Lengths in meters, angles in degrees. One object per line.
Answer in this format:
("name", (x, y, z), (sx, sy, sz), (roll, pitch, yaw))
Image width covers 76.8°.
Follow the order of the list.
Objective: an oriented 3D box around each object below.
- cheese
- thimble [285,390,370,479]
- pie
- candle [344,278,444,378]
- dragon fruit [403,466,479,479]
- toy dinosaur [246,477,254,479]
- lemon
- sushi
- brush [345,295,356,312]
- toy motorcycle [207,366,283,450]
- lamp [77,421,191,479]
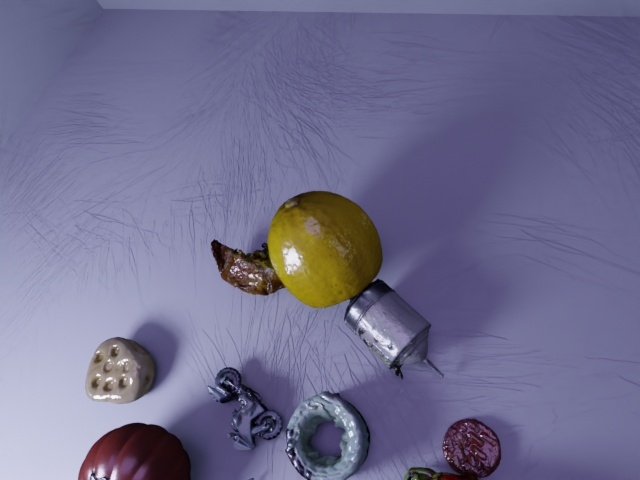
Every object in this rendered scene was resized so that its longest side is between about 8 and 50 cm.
("cheese", (-0.674, 0.444, 1.358), (0.218, 0.117, 0.235), (-34, 63, -3))
("thimble", (0.022, 0.545, 1.129), (0.238, 0.150, 0.237), (-5, 62, 11))
("pie", (0.410, 0.562, 1.093), (0.155, 0.036, 0.154), (-6, 64, 12))
("candle", (0.231, 0.278, 1.193), (0.187, 0.187, 0.330), (-43, 65, -9))
("dragon fruit", (0.327, 0.667, 0.973), (0.270, 0.198, 0.200), (10, 25, 15))
("toy dinosaur", (-0.215, 0.775, 1.133), (0.081, 0.045, 0.197), (1, 73, 6))
("lemon", (0.000, 0.000, 1.252), (0.365, 0.364, 0.363), (-5, 64, 11))
("sushi", (-0.237, 0.090, 1.412), (0.297, 0.167, 0.178), (20, 91, 30))
("brush", (0.101, 0.205, 1.352), (0.024, 0.008, 0.083), (20, 70, 17))
("toy motorcycle", (-0.246, 0.521, 1.230), (0.271, 0.106, 0.159), (37, 72, 21))
("lamp", (-0.515, 0.664, 1.130), (0.304, 0.257, 0.302), (3, 104, 11))
